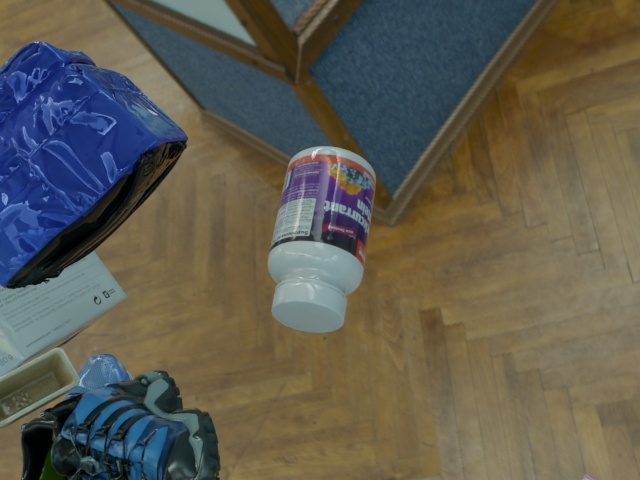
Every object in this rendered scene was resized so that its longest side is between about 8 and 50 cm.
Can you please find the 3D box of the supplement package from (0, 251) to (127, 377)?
[{"bbox_3d":[-0.394,0.014,0.822,0.177,0.175,0.293,-35,92,28],"label":"supplement package"}]

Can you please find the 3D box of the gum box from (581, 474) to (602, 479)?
[{"bbox_3d":[0.324,0.385,0.898,0.188,0.107,0.062,-63,29,2],"label":"gum box"}]

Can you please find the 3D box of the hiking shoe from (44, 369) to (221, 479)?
[{"bbox_3d":[-0.172,0.204,0.690,0.304,0.132,0.113,-176,78,-67],"label":"hiking shoe"}]

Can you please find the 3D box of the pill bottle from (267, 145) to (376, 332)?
[{"bbox_3d":[0.000,0.000,0.859,0.108,0.108,0.193,-5,58,24],"label":"pill bottle"}]

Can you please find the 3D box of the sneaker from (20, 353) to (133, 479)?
[{"bbox_3d":[-0.369,0.295,1.165,0.130,0.147,0.330,-4,39,6],"label":"sneaker"}]

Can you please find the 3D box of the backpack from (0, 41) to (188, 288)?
[{"bbox_3d":[-0.147,-0.040,0.416,0.101,0.098,0.120,44,98,0],"label":"backpack"}]

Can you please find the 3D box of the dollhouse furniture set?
[{"bbox_3d":[-0.229,0.084,0.497,0.114,0.081,0.091,-28,67,-24],"label":"dollhouse furniture set"}]
